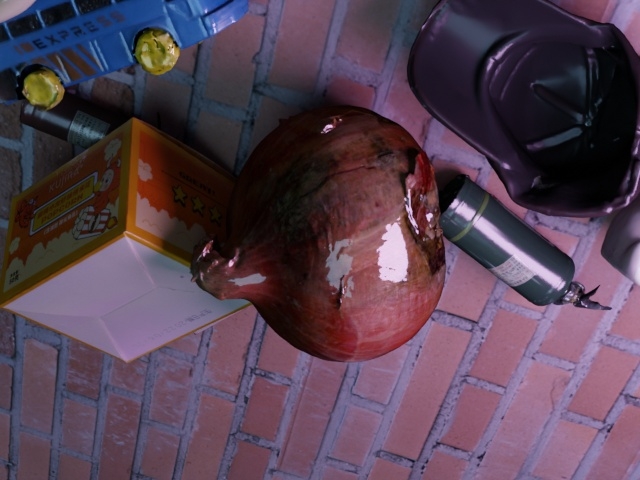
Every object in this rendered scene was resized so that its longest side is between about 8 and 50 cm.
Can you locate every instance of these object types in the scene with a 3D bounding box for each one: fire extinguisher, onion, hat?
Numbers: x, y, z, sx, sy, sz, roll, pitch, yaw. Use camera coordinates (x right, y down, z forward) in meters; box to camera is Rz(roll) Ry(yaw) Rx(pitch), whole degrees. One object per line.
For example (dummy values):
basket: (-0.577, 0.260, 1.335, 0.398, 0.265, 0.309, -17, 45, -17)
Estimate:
fire extinguisher: (0.290, 0.022, 1.456, 0.294, 0.093, 0.118, 36, 153, -13)
onion: (0.021, -0.016, 1.353, 0.353, 0.354, 0.354, 8, 128, 10)
fire extinguisher: (-0.324, -0.174, 1.489, 0.231, 0.071, 0.099, 21, 123, -1)
hat: (0.281, -0.186, 1.280, 0.336, 0.209, 0.238, 39, 108, 7)

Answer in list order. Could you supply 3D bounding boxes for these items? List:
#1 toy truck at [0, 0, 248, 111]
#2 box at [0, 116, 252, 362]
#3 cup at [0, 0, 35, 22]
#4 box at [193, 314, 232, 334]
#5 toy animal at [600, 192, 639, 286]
toy truck: (-0.292, -0.294, 1.339, 0.384, 0.161, 0.162, -11, 113, 24)
box: (-0.279, 0.007, 1.486, 0.283, 0.214, 0.259, -27, 139, 30)
cup: (-0.379, -0.398, 1.219, 0.202, 0.255, 0.173, -15, 126, 25)
box: (-0.159, 0.058, 1.631, 0.229, 0.050, 0.123, -30, 115, 31)
toy animal: (0.509, -0.086, 1.252, 0.196, 0.241, 0.368, 24, 115, -13)
